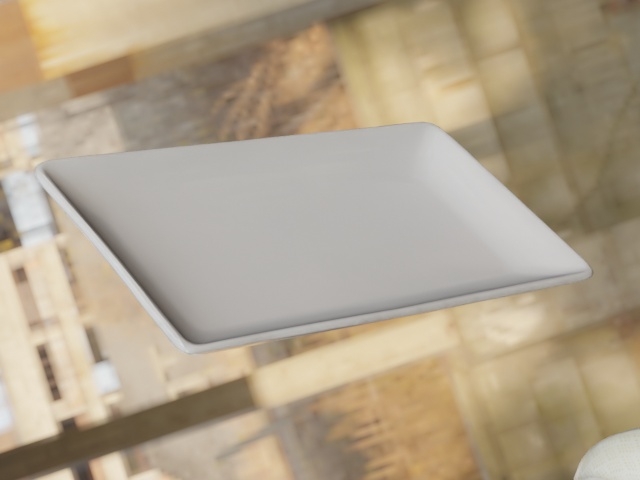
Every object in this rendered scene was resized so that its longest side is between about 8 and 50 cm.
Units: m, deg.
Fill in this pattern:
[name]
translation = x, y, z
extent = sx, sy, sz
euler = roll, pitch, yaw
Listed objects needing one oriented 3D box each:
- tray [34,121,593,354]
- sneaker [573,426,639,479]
[tray]
translation = 0.000, 0.000, 0.913
extent = 0.145, 0.270, 0.030
euler = 47, 129, 34
[sneaker]
translation = 0.220, 0.054, 0.621
extent = 0.110, 0.292, 0.118
euler = 97, 162, -64
